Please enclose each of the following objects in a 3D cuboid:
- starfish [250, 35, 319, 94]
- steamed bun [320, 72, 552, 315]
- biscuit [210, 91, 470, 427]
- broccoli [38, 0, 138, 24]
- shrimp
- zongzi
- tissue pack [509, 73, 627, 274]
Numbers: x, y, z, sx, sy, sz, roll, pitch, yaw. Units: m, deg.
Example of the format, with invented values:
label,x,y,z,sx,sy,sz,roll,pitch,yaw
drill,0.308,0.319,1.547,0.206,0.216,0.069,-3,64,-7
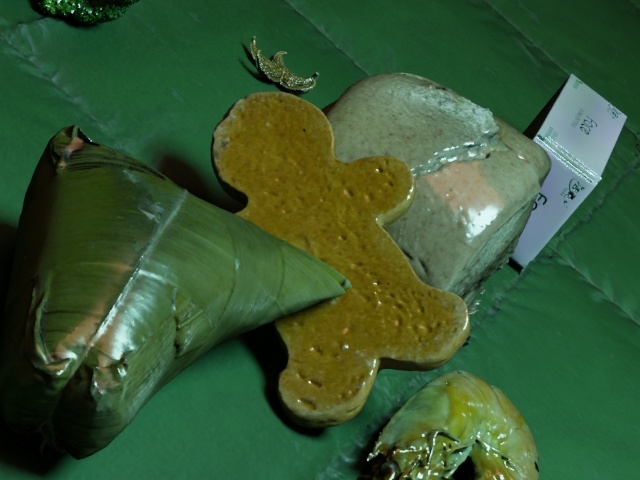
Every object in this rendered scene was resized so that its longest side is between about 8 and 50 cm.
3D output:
label,x,y,z,sx,sy,sz,roll,pitch,yaw
starfish,-0.046,-0.193,1.842,0.091,0.028,0.078,40,23,8
steamed bun,0.101,-0.057,1.640,0.251,0.199,0.301,41,30,5
biscuit,0.000,0.001,1.479,0.324,0.205,0.049,59,-8,24
broccoli,-0.227,-0.312,1.650,0.195,0.195,0.156,51,15,21
shrimp,0.112,0.195,1.447,0.145,0.061,0.267,56,30,11
zongzi,-0.097,0.070,1.282,0.300,0.145,0.274,21,37,-20
tissue pack,0.265,-0.083,1.917,0.092,0.148,0.246,38,29,1
